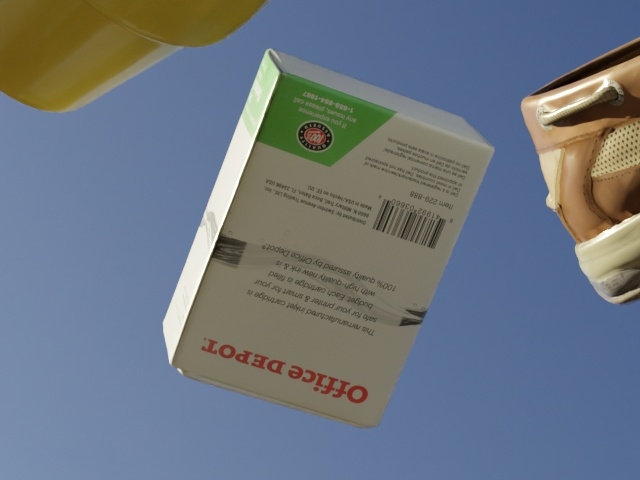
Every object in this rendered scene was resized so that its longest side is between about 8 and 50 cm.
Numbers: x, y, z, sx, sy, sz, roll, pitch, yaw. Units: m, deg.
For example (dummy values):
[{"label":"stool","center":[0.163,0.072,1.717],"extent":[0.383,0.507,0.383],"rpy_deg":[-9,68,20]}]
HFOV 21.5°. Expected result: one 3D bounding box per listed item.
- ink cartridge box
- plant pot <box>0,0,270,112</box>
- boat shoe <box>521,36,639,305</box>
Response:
[{"label":"ink cartridge box","center":[0.000,0.000,1.542],"extent":[0.211,0.289,0.121],"rpy_deg":[19,14,-15]},{"label":"plant pot","center":[-0.185,-0.238,1.415],"extent":[0.254,0.254,0.239],"rpy_deg":[40,-55,-15]},{"label":"boat shoe","center":[0.194,-0.089,0.655],"extent":[0.324,0.123,0.116],"rpy_deg":[-38,-95,42]}]
